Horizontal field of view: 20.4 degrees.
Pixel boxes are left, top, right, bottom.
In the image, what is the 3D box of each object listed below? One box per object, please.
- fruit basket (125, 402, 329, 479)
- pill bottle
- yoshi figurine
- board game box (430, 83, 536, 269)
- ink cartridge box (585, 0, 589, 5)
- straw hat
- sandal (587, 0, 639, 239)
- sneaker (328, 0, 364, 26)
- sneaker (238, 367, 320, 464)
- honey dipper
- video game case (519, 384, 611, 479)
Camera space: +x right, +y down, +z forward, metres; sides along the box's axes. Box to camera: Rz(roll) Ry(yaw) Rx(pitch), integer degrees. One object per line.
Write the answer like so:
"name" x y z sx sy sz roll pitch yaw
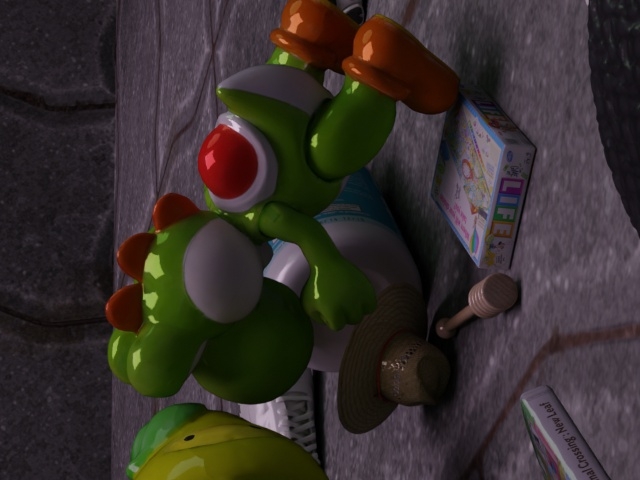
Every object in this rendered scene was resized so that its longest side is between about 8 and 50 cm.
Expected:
"fruit basket" -0.039 0.253 1.316 0.283 0.392 0.392 118 153 -58
"pill bottle" 0.000 0.000 1.689 0.264 0.146 0.146 -111 29 -59
"yoshi figurine" -0.031 -0.012 1.487 0.362 0.203 0.203 -56 -1 -5
"board game box" 0.128 -0.054 1.439 0.154 0.026 0.103 -116 34 -64
"ink cartridge box" 0.201 -0.202 1.192 0.083 0.028 0.048 111 158 -47
"straw hat" 0.076 0.111 1.513 0.061 0.144 0.145 22 113 30
"sandal" 0.250 -0.002 0.835 0.168 0.107 0.446 110 147 -43
"sneaker" 0.022 -0.265 1.894 0.071 0.068 0.170 -80 8 -73
"sneaker" -0.034 0.216 1.924 0.095 0.090 0.235 1 91 63
"honey dipper" 0.119 0.057 1.436 0.161 0.030 0.030 135 138 -71
"video game case" 0.174 0.212 0.987 0.193 0.023 0.212 -116 5 -63
